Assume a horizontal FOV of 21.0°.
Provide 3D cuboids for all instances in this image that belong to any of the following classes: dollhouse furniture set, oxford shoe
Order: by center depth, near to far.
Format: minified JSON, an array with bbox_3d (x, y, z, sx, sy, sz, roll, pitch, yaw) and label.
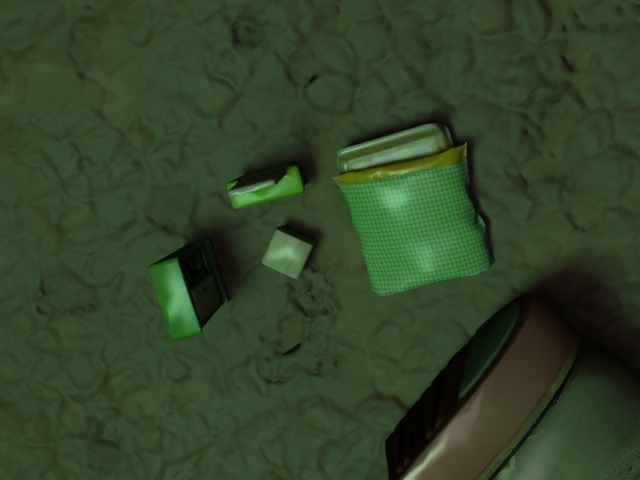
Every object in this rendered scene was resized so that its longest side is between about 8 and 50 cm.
[{"bbox_3d":[0.000,0.000,0.802,0.151,0.058,0.076,-15,98,12],"label":"dollhouse furniture set"},{"bbox_3d":[0.040,0.196,0.804,0.130,0.123,0.348,36,106,-4],"label":"oxford shoe"}]
